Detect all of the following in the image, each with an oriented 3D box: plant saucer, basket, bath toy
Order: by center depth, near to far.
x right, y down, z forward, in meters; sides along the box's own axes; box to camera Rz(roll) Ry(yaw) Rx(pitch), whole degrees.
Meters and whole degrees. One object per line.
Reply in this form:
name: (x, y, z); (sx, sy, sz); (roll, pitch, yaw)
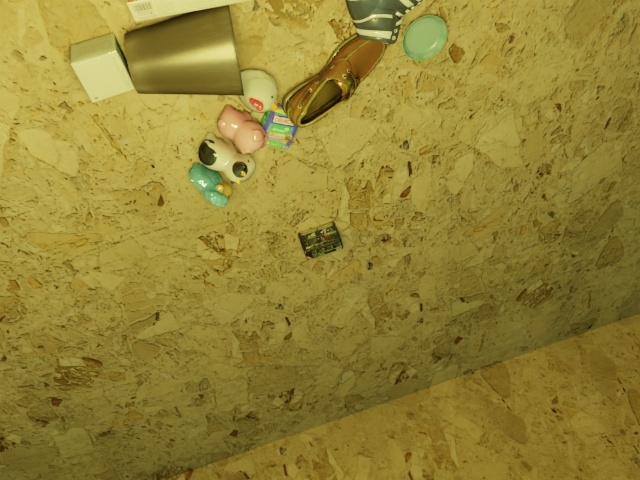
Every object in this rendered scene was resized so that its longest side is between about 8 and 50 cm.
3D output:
basket: (-0.294, -0.399, 1.328); (0.227, 0.154, 0.204); (-9, 116, -6)
bath toy: (-0.201, -0.251, 1.520); (0.152, 0.129, 0.348); (17, 125, -26)
plant saucer: (0.256, -0.506, 1.528); (0.120, 0.021, 0.119); (-11, 137, -11)

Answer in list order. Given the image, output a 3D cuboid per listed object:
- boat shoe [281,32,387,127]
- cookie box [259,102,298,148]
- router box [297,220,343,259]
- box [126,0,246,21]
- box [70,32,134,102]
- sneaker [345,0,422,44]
boat shoe: (0.050, -0.382, 1.488); (0.307, 0.104, 0.111); (-42, 128, 7)
cookie box: (-0.107, -0.296, 1.581); (0.092, 0.040, 0.107); (9, 128, -28)
router box: (0.000, 0.000, 1.884); (0.123, 0.092, 0.038); (-17, 137, -4)
box: (-0.230, -0.515, 1.244); (0.324, 0.063, 0.067); (-12, 166, -3)
box: (-0.470, -0.373, 1.326); (0.102, 0.087, 0.101); (-19, 137, -3)
sneaker: (0.196, -0.536, 1.361); (0.283, 0.099, 0.153); (-15, 132, 3)
